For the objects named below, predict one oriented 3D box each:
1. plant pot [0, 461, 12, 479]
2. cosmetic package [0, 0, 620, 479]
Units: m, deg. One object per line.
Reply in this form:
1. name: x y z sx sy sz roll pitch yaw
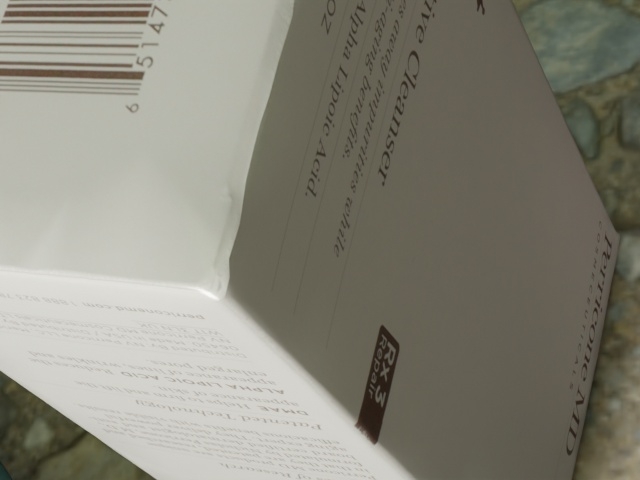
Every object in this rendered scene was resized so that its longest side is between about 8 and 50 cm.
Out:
1. plant pot: -0.242 0.186 0.753 0.195 0.290 0.290 25 72 -5
2. cosmetic package: 0.000 0.000 0.652 0.156 0.385 0.217 5 68 27
